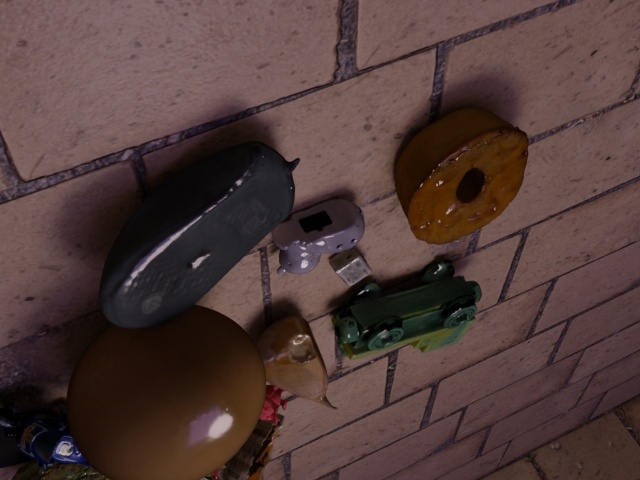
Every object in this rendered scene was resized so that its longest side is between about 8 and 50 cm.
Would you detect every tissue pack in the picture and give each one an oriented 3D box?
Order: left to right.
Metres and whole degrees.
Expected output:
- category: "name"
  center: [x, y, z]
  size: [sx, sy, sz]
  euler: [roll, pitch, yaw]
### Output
- category: "tissue pack"
  center: [0.060, 0.051, 1.562]
  size: [0.062, 0.042, 0.083]
  euler: [-36, 148, 4]

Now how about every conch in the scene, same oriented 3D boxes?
- category: "conch"
  center: [-0.207, 0.535, 1.898]
  size: [0.210, 0.158, 0.292]
  euler: [59, 50, -66]

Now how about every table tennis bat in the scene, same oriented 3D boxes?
- category: "table tennis bat"
  center: [-0.538, 0.379, 1.525]
  size: [0.301, 0.022, 0.173]
  euler: [-7, 140, -32]

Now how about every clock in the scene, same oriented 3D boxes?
- category: "clock"
  center: [0.000, 0.000, 1.408]
  size: [0.176, 0.080, 0.117]
  euler: [-21, 146, -15]

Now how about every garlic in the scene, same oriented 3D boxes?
- category: "garlic"
  center: [-0.049, 0.252, 1.626]
  size: [0.145, 0.164, 0.245]
  euler: [-45, 142, -18]

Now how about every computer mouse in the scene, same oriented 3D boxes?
- category: "computer mouse"
  center: [-0.189, -0.023, 1.185]
  size: [0.371, 0.122, 0.188]
  euler: [-39, 151, -1]

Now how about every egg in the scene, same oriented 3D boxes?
- category: "egg"
  center: [-0.257, 0.260, 1.318]
  size: [0.301, 0.301, 0.373]
  euler: [4, 158, -43]

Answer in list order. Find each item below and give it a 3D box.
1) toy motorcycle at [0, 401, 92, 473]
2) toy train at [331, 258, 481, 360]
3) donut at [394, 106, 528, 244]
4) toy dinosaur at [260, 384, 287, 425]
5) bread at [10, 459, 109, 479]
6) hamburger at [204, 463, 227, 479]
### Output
- category: "toy motorcycle"
  center: [-0.460, 0.367, 1.417]
  size: [0.315, 0.168, 0.113]
  euler: [36, 75, -43]
- category: "toy train"
  center: [0.183, 0.180, 1.756]
  size: [0.368, 0.150, 0.237]
  euler: [-12, 149, -25]
- category: "donut"
  center: [0.250, -0.124, 1.423]
  size: [0.277, 0.109, 0.278]
  euler: [-21, 146, -15]
- category: "toy dinosaur"
  center: [-0.136, 0.325, 1.724]
  size: [0.286, 0.138, 0.070]
  euler: [-51, 158, -68]
- category: "bread"
  center: [-0.503, 0.472, 1.584]
  size: [0.196, 0.102, 0.138]
  euler: [-8, 158, -45]
- category: "hamburger"
  center: [-0.286, 0.449, 1.706]
  size: [0.136, 0.175, 0.175]
  euler: [-18, 146, -10]
